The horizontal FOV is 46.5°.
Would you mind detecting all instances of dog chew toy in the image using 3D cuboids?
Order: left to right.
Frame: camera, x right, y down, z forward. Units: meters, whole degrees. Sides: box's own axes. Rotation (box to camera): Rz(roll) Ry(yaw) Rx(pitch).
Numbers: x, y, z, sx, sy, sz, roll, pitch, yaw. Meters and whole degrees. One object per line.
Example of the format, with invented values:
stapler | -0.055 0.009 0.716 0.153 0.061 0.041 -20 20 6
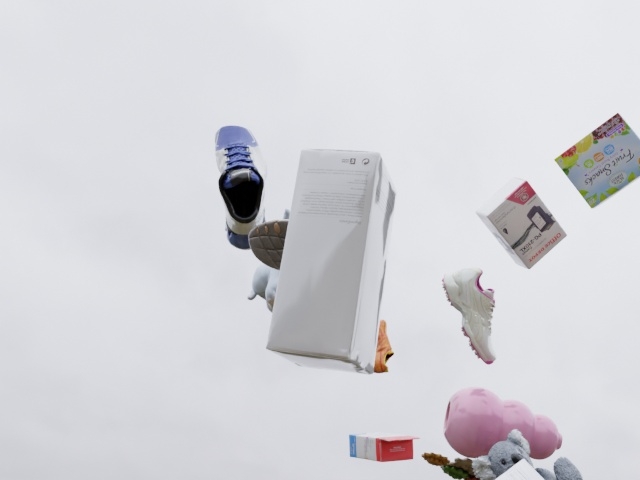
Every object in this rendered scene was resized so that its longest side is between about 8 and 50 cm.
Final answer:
dog chew toy | 0.531 0.548 2.166 0.332 0.206 0.206 12 -29 7

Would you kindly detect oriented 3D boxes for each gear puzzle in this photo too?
gear puzzle | 0.461 0.718 2.271 0.339 0.044 0.175 26 -32 -12

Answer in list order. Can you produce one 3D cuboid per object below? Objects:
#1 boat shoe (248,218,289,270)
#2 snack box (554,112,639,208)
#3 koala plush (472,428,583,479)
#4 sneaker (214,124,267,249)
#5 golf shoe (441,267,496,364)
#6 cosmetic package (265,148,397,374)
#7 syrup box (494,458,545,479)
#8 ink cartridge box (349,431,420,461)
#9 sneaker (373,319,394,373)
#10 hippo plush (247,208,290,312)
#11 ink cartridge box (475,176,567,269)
boat shoe | 0.000 0.000 1.626 0.325 0.123 0.116 1 14 23
snack box | 0.777 -0.214 2.026 0.207 0.174 0.070 -38 -14 25
koala plush | 0.507 0.600 1.882 0.196 0.221 0.203 -35 -32 -17
sneaker | -0.182 -0.154 1.777 0.128 0.315 0.182 -6 -23 -8
golf shoe | 0.483 0.224 2.263 0.140 0.306 0.115 -24 -2 12
cosmetic package | 0.031 0.041 1.330 0.155 0.365 0.197 5 -18 17
syrup box | 0.336 0.473 1.326 0.093 0.096 0.237 -51 -24 16
ink cartridge box | 0.210 0.678 2.446 0.134 0.077 0.231 4 -11 -30
sneaker | 0.187 0.315 2.205 0.068 0.175 0.064 0 -33 12
hippo plush | -0.108 0.126 2.000 0.294 0.234 0.237 47 -40 -10
ink cartridge box | 0.635 -0.053 2.354 0.237 0.172 0.100 48 -1 -16
